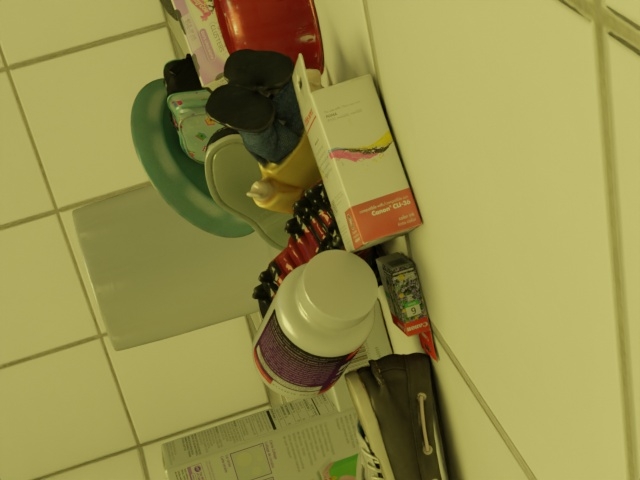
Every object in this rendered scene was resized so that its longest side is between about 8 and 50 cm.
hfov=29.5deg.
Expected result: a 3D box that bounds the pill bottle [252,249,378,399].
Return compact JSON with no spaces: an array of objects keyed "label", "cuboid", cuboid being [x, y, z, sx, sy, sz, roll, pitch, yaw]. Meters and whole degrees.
[{"label":"pill bottle","cuboid":[-0.003,0.088,1.298,0.193,0.108,0.108,118,136,-58]}]

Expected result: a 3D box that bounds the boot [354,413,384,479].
[{"label":"boot","cuboid":[0.077,0.310,1.588,0.258,0.095,0.123,-96,-3,-61]}]

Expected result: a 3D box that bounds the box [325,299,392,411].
[{"label":"box","cuboid":[0.033,0.136,1.628,0.170,0.091,0.130,-141,34,-76]}]

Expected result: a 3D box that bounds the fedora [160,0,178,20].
[{"label":"fedora","cuboid":[-0.225,-0.491,1.942,0.275,0.124,0.244,-128,20,-54]}]

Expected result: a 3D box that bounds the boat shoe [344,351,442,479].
[{"label":"boat shoe","cuboid":[0.120,0.276,1.403,0.112,0.095,0.335,-116,6,-63]}]

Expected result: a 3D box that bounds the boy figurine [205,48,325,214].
[{"label":"boy figurine","cuboid":[-0.034,-0.112,1.409,0.285,0.092,0.177,56,-128,-63]}]

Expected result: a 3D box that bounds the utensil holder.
[{"label":"utensil holder","cuboid":[-0.276,0.027,2.473,0.327,0.385,0.328,163,90,-83]}]

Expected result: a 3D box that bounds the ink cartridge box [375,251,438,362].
[{"label":"ink cartridge box","cuboid":[0.093,0.074,1.304,0.063,0.029,0.115,-138,32,-74]}]

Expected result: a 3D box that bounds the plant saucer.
[{"label":"plant saucer","cuboid":[-0.191,-0.155,2.113,0.317,0.043,0.318,31,-137,-34]}]

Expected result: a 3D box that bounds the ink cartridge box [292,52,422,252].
[{"label":"ink cartridge box","cuboid":[0.033,-0.093,1.227,0.115,0.067,0.198,140,111,-82]}]

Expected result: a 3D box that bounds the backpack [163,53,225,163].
[{"label":"backpack","cuboid":[-0.163,-0.205,1.986,0.188,0.166,0.144,82,176,-63]}]

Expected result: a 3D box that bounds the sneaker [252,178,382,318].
[{"label":"sneaker","cuboid":[0.023,0.010,1.412,0.098,0.135,0.276,62,145,27]}]

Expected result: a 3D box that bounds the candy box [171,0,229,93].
[{"label":"candy box","cuboid":[-0.110,-0.250,1.623,0.196,0.070,0.165,36,-149,-63]}]

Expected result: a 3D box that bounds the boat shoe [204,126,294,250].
[{"label":"boat shoe","cuboid":[-0.092,-0.087,1.755,0.302,0.114,0.091,59,-170,-57]}]

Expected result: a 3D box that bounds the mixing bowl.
[{"label":"mixing bowl","cuboid":[-0.070,-0.270,1.450,0.181,0.098,0.181,162,90,-82]}]

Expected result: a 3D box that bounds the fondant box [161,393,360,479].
[{"label":"fondant box","cuboid":[-0.048,0.376,1.828,0.096,0.330,0.238,-126,20,-71]}]
